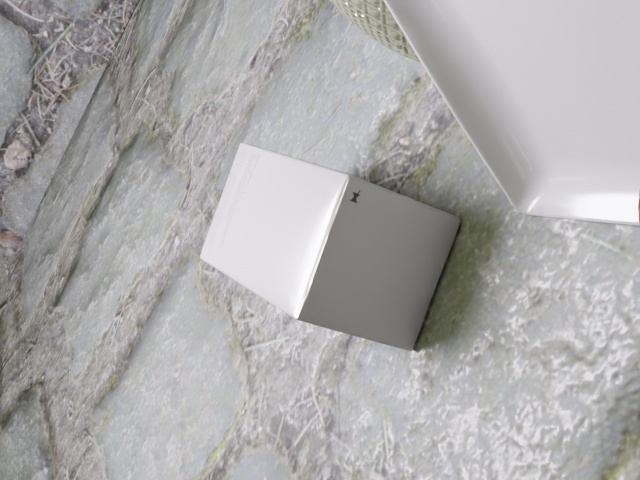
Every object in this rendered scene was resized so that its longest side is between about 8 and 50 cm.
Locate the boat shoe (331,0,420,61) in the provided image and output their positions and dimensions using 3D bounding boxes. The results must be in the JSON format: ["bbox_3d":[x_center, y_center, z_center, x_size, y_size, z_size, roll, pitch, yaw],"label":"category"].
[{"bbox_3d":[0.175,-0.286,0.883,0.500,0.187,0.156,12,66,55],"label":"boat shoe"}]

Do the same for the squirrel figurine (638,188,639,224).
[{"bbox_3d":[0.341,0.109,0.455,0.281,0.397,0.371,-9,98,22],"label":"squirrel figurine"}]

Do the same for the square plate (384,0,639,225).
[{"bbox_3d":[0.223,-0.149,0.746,0.049,0.347,0.344,-48,27,-20],"label":"square plate"}]

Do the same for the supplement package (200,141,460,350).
[{"bbox_3d":[0.000,0.000,1.109,0.293,0.177,0.175,24,94,58],"label":"supplement package"}]
